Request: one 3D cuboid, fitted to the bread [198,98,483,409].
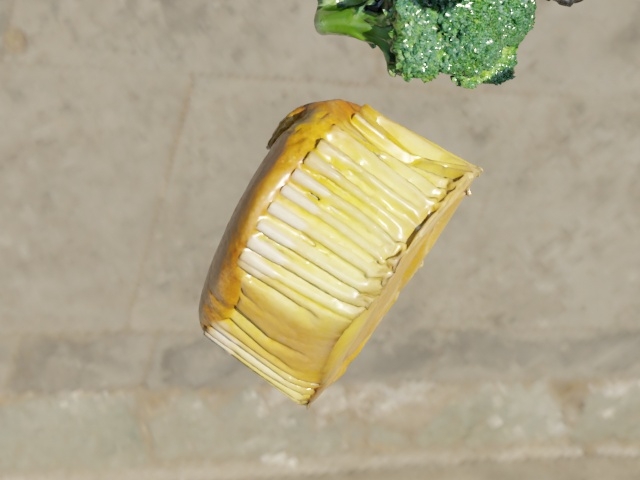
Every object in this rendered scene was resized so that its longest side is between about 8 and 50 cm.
[{"bbox_3d":[0.000,0.000,1.369,0.204,0.156,0.288,-51,174,-26],"label":"bread"}]

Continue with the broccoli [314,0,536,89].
[{"bbox_3d":[0.120,-0.285,1.801,0.245,0.294,0.265,-4,133,35],"label":"broccoli"}]

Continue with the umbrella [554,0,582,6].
[{"bbox_3d":[0.177,-0.353,1.521,0.118,0.340,0.118,-13,147,-9],"label":"umbrella"}]
